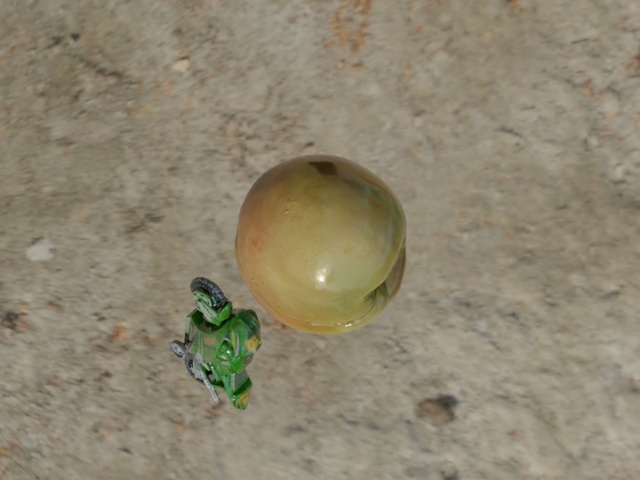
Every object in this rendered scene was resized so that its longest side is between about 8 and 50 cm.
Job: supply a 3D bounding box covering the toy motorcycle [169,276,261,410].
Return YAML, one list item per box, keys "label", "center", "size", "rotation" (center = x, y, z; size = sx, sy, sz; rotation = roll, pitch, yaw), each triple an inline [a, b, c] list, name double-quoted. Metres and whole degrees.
- label: "toy motorcycle"
  center: [-0.117, 0.122, 1.599]
  size: [0.106, 0.190, 0.074]
  rotation: [32, 52, 20]

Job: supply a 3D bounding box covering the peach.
- label: "peach"
  center: [0.000, 0.000, 1.334]
  size: [0.184, 0.184, 0.184]
  rotation: [0, 90, -24]
